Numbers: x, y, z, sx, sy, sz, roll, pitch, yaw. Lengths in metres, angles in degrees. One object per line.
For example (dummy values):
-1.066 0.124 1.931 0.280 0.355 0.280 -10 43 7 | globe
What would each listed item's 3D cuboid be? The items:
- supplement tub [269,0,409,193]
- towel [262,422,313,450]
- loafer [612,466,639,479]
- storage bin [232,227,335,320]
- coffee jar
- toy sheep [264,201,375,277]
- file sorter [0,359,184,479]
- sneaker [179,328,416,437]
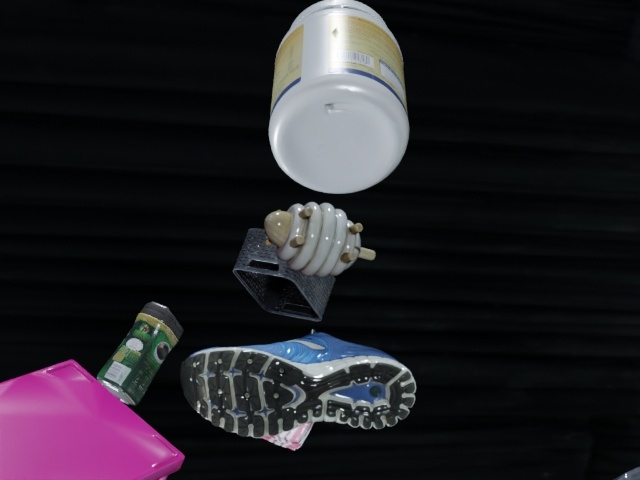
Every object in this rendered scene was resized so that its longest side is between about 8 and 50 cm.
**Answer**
0.032 -0.255 1.753 0.316 0.228 0.228 -88 8 -50 | supplement tub
-0.103 0.315 1.983 0.144 0.197 0.029 -59 -15 -46 | towel
0.430 0.419 1.526 0.109 0.302 0.095 -49 64 33 | loafer
-0.061 0.061 1.797 0.180 0.122 0.084 57 -133 -56 | storage bin
-0.335 0.210 1.926 0.184 0.079 0.096 -58 -28 -24 | coffee jar
0.000 0.000 1.108 0.091 0.132 0.091 -57 19 33 | toy sheep
-0.341 0.293 1.128 0.202 0.290 0.182 34 117 25 | file sorter
-0.036 0.202 1.473 0.147 0.330 0.130 -114 29 -78 | sneaker
